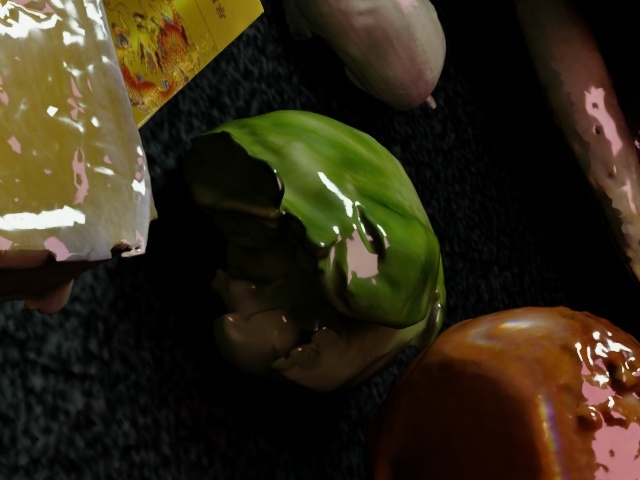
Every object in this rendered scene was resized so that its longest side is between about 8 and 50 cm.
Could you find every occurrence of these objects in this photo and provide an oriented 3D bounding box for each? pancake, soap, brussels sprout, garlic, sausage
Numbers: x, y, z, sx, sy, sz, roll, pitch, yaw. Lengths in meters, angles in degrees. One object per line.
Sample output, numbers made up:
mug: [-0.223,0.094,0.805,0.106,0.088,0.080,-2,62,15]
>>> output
pancake: [0.231,-0.074,1.273,0.356,0.065,0.356,43,37,-44]
soap: [-0.148,-0.088,0.619,0.135,0.076,0.233,-5,77,-46]
brussels sprout: [0.003,-0.002,0.825,0.181,0.100,0.139,2,55,-53]
garlic: [0.035,-0.122,0.977,0.152,0.066,0.084,53,31,-21]
sausage: [0.102,0.165,0.799,0.141,0.153,0.268,4,80,-57]

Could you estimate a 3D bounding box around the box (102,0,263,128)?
box: [-0.079,-0.108,0.767,0.089,0.022,0.156,61,32,-17]

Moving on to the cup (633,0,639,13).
cup: [0.309,-0.258,1.190,0.292,0.242,0.308,37,54,-52]
